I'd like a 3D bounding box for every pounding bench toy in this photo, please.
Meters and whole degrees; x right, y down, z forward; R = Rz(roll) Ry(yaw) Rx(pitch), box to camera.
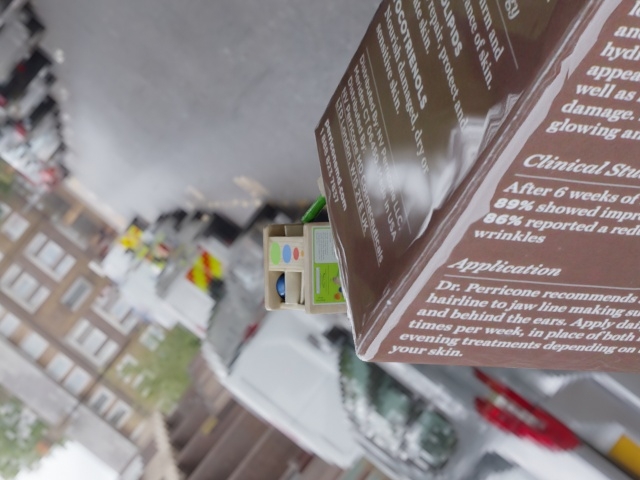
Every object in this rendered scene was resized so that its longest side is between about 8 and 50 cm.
[{"bbox_3d":[0.000,0.000,0.860,0.052,0.083,0.065,-2,-178,-29],"label":"pounding bench toy"}]

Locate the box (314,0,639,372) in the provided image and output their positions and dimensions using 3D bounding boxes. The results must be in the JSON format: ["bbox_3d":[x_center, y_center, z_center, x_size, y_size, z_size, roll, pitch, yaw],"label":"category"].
[{"bbox_3d":[0.150,-0.102,0.547,0.191,0.143,0.381,5,144,-22],"label":"box"}]
